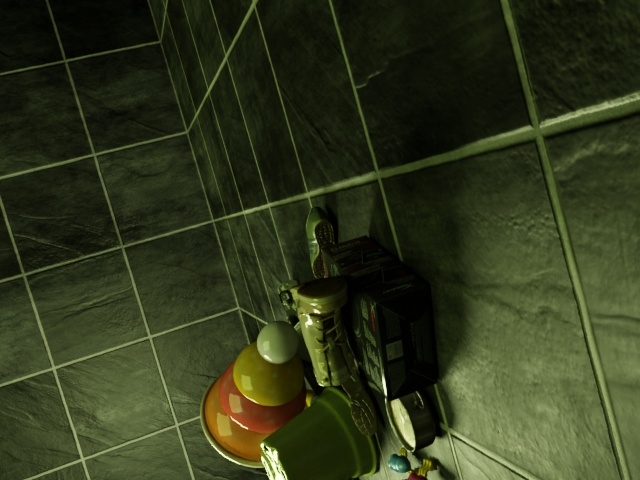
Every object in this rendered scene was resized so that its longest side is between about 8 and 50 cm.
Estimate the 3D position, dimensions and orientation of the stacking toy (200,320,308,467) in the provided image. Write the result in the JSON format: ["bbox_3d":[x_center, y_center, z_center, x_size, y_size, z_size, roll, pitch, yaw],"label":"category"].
[{"bbox_3d":[-0.149,0.409,1.945,0.351,0.350,0.480,62,145,36],"label":"stacking toy"}]

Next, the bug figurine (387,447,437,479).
[{"bbox_3d":[0.222,0.578,1.430,0.216,0.072,0.279,122,129,-70],"label":"bug figurine"}]

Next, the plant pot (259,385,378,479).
[{"bbox_3d":[-0.020,0.587,1.848,0.276,0.253,0.276,43,145,41],"label":"plant pot"}]

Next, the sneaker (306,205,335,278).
[{"bbox_3d":[0.000,0.000,1.618,0.086,0.064,0.192,-112,15,-45],"label":"sneaker"}]

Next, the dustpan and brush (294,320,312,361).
[{"bbox_3d":[-0.069,0.314,2.027,0.060,0.211,0.147,-24,-81,-69],"label":"dustpan and brush"}]

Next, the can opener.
[{"bbox_3d":[-0.057,0.257,2.102,0.284,0.076,0.095,70,-164,8],"label":"can opener"}]

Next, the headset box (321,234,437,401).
[{"bbox_3d":[0.103,0.136,1.299,0.293,0.110,0.218,-137,34,-61],"label":"headset box"}]

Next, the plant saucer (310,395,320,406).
[{"bbox_3d":[0.040,0.559,2.047,0.195,0.037,0.195,37,140,40],"label":"plant saucer"}]

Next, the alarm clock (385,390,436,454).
[{"bbox_3d":[0.186,0.346,1.324,0.192,0.064,0.129,93,155,-56],"label":"alarm clock"}]

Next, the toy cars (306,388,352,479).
[{"bbox_3d":[0.025,0.678,2.174,0.176,0.087,0.394,-31,75,36],"label":"toy cars"}]

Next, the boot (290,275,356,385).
[{"bbox_3d":[0.016,0.176,1.251,0.262,0.095,0.204,164,90,-76],"label":"boot"}]

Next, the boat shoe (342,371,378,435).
[{"bbox_3d":[0.106,0.410,1.692,0.060,0.064,0.178,35,-151,-63],"label":"boat shoe"}]

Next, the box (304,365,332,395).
[{"bbox_3d":[-0.021,0.417,2.120,0.169,0.059,0.054,-130,30,-55],"label":"box"}]
